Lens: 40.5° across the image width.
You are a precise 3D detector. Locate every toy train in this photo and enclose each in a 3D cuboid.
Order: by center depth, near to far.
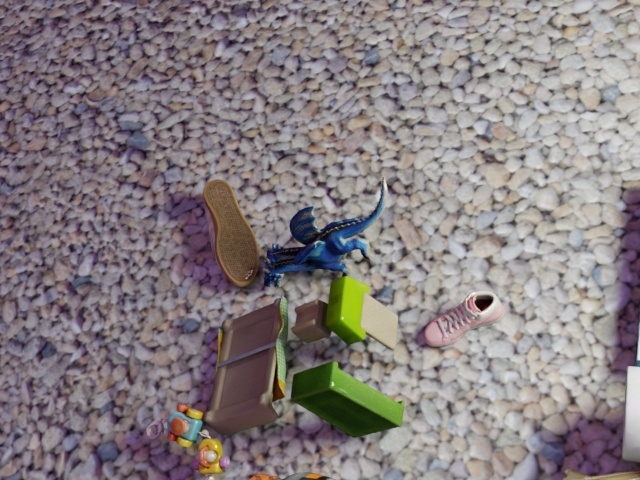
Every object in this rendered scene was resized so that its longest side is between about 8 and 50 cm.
[{"bbox_3d":[-0.213,0.337,1.340,0.125,0.046,0.166,-35,70,11],"label":"toy train"}]

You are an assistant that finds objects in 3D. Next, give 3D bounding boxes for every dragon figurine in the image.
[{"bbox_3d":[0.000,0.000,1.403,0.144,0.289,0.085,8,59,-22],"label":"dragon figurine"}]

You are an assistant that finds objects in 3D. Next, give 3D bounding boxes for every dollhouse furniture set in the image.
[{"bbox_3d":[-0.026,0.204,1.374,0.301,0.151,0.198,-24,45,38],"label":"dollhouse furniture set"}]

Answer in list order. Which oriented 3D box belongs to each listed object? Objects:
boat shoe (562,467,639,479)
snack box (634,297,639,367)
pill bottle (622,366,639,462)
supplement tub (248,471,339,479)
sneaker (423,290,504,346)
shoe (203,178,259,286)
[{"bbox_3d":[0.348,0.337,1.169,0.189,0.068,0.072,-23,38,17],"label":"boat shoe"},{"bbox_3d":[0.571,0.048,1.277,0.187,0.060,0.322,5,63,19],"label":"snack box"},{"bbox_3d":[0.556,0.238,1.103,0.322,0.181,0.182,3,63,19],"label":"pill bottle"},{"bbox_3d":[0.039,0.425,1.152,0.315,0.194,0.194,10,65,22],"label":"supplement tub"},{"bbox_3d":[0.217,0.117,1.345,0.134,0.070,0.051,-23,59,5],"label":"sneaker"},{"bbox_3d":[-0.159,-0.008,1.547,0.076,0.058,0.219,-11,61,-12],"label":"shoe"}]
